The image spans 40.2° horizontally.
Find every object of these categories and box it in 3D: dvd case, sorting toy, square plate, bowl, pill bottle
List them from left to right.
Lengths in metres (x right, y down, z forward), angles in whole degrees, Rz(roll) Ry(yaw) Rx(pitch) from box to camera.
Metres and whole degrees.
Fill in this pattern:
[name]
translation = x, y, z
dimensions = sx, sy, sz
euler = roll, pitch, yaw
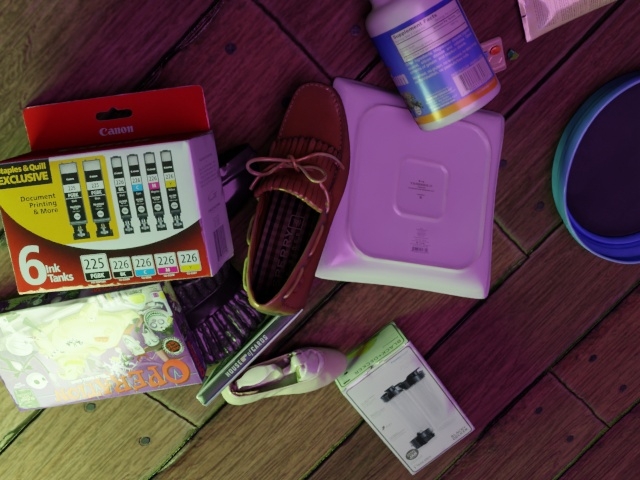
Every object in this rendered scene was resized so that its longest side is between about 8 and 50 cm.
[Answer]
[dvd case]
translation = -0.117, 0.182, 1.555
dimensions = 0.239, 0.179, 0.029
euler = -44, 92, 5
[square plate]
translation = 0.168, -0.087, 1.515
dimensions = 0.347, 0.049, 0.344
euler = 8, 84, -22
[pill bottle]
translation = 0.166, -0.327, 1.410
dimensions = 0.152, 0.152, 0.272
euler = -31, 103, -3
[sorting toy]
translation = 0.313, -0.329, 1.553
dimensions = 0.083, 0.012, 0.062
euler = -23, 118, -7
[bowl]
translation = 0.630, -0.146, 1.707
dimensions = 0.391, 0.077, 0.391
euler = -7, 115, -15

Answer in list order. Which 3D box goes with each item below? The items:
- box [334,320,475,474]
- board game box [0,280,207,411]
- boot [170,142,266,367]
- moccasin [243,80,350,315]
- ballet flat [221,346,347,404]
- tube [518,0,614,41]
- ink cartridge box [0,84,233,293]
[box]
translation = 0.166, 0.319, 1.759
dimensions = 0.169, 0.087, 0.290
euler = -38, 120, 1
[board game box]
translation = -0.386, 0.173, 1.458
dimensions = 0.347, 0.056, 0.208
euler = -12, 123, 13
[boot]
translation = -0.165, 0.028, 1.473
dimensions = 0.348, 0.131, 0.260
euler = -42, 107, 15
[moccasin]
translation = -0.046, -0.072, 1.382
dimensions = 0.139, 0.147, 0.380
euler = 18, 84, 12
[ballet flat]
translation = -0.066, 0.248, 1.644
dimensions = 0.248, 0.086, 0.086
euler = -17, 118, -11
[tube]
translation = 0.462, -0.435, 1.533
dimensions = 0.240, 0.062, 0.070
euler = -22, 75, -2
[ink cartridge box]
translation = -0.312, -0.077, 1.306
dimensions = 0.310, 0.130, 0.271
euler = -6, 103, 11
